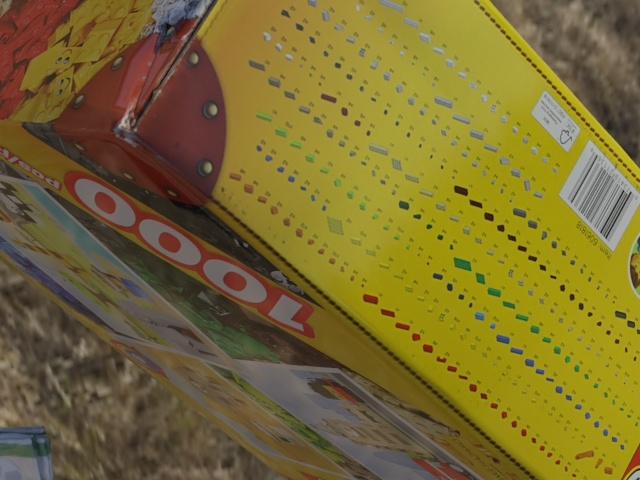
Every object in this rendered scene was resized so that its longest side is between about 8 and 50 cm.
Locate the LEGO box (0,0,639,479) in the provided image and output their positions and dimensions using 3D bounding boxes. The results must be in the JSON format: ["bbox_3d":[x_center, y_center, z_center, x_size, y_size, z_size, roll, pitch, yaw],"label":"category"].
[{"bbox_3d":[0.000,0.000,1.050,0.372,0.500,0.193,7,61,52],"label":"LEGO box"}]

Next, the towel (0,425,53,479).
[{"bbox_3d":[-0.201,0.179,1.035,0.113,0.152,0.023,1,19,22],"label":"towel"}]
